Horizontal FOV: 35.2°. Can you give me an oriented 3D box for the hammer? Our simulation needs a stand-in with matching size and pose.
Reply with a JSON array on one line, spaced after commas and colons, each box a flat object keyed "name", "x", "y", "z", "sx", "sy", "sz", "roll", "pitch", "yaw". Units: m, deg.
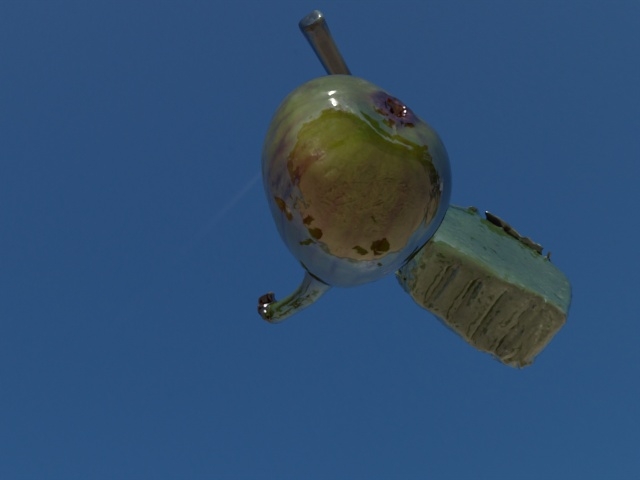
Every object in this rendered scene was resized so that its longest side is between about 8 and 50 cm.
[{"name": "hammer", "x": 0.042, "y": -0.157, "z": 1.182, "sx": 0.033, "sy": 0.111, "sz": 0.288, "roll": -34, "pitch": -45, "yaw": 0}]

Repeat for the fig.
[{"name": "fig", "x": 0.000, "y": 0.000, "z": 0.793, "sx": 0.151, "sy": 0.151, "sz": 0.259, "roll": 16, "pitch": -56, "yaw": -18}]

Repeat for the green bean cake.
[{"name": "green bean cake", "x": 0.218, "y": 0.051, "z": 1.356, "sx": 0.227, "sy": 0.222, "sz": 0.125, "roll": 37, "pitch": -67, "yaw": 4}]
